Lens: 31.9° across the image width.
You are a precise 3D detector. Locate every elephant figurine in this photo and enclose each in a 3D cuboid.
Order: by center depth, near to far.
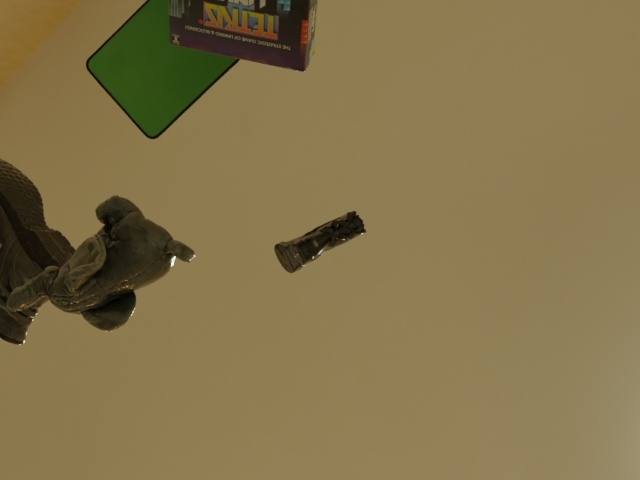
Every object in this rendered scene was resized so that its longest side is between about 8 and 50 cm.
[{"bbox_3d":[-0.353,0.061,1.773,0.169,0.239,0.186,46,-23,-2],"label":"elephant figurine"}]

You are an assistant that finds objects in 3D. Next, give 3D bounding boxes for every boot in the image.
[{"bbox_3d":[0.000,0.000,1.483,0.045,0.099,0.121,62,-21,-3],"label":"boot"},{"bbox_3d":[-0.607,0.013,2.101,0.223,0.118,0.338,-46,-119,18],"label":"boot"}]

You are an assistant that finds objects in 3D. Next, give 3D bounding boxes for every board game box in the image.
[{"bbox_3d":[-0.089,-0.278,1.282,0.170,0.048,0.141,13,-49,9],"label":"board game box"}]

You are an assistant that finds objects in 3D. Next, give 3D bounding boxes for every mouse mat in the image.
[{"bbox_3d":[-0.223,-0.256,1.583,0.190,0.007,0.152,-41,-90,14],"label":"mouse mat"}]
